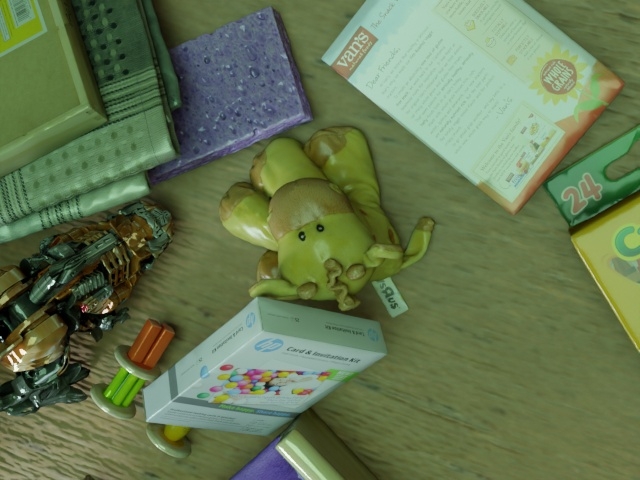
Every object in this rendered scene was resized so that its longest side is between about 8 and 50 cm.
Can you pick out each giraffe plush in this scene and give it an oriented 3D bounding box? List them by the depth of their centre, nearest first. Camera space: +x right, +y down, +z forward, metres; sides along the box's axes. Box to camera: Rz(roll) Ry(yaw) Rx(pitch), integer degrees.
[{"bbox_3d":[0.000,0.000,1.035,0.210,0.170,0.181,43,102,3],"label":"giraffe plush"}]

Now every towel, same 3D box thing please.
[{"bbox_3d":[-0.297,-0.153,1.097,0.324,0.056,0.312,-20,70,13],"label":"towel"}]

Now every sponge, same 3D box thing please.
[{"bbox_3d":[-0.121,-0.134,1.102,0.210,0.031,0.117,-21,79,13],"label":"sponge"}]

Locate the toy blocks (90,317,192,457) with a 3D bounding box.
[{"bbox_3d":[-0.142,0.126,1.131,0.123,0.054,0.148,35,101,-2],"label":"toy blocks"}]

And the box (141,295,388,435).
[{"bbox_3d":[-0.053,0.120,1.035,0.186,0.145,0.038,-40,50,36],"label":"box"}]

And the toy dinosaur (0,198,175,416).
[{"bbox_3d":[-0.284,0.068,1.065,0.322,0.218,0.164,-14,75,-29],"label":"toy dinosaur"}]

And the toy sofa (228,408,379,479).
[{"bbox_3d":[-0.098,0.343,1.091,0.362,0.177,0.150,-44,88,13],"label":"toy sofa"}]

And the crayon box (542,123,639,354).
[{"bbox_3d":[0.364,0.035,1.018,0.202,0.081,0.318,-33,89,13],"label":"crayon box"}]

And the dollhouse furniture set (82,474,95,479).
[{"bbox_3d":[-0.323,0.363,1.092,0.135,0.259,0.262,43,101,0],"label":"dollhouse furniture set"}]

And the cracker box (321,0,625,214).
[{"bbox_3d":[0.139,-0.156,1.045,0.232,0.067,0.155,40,101,3],"label":"cracker box"}]

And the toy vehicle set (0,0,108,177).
[{"bbox_3d":[-0.312,-0.192,1.062,0.166,0.035,0.267,-25,69,11],"label":"toy vehicle set"}]
